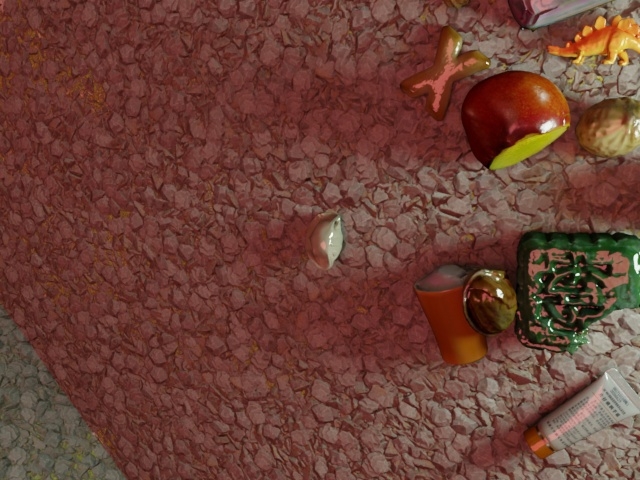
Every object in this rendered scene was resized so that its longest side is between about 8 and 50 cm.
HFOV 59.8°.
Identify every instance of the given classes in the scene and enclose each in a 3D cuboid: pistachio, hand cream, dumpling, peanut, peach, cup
[{"bbox_3d":[0.436,0.159,1.415,0.130,0.165,0.210,34,158,55],"label":"pistachio"},{"bbox_3d":[0.704,0.478,1.515,0.314,0.089,0.139,-38,86,21],"label":"hand cream"},{"bbox_3d":[-0.001,0.002,1.713,0.134,0.100,0.169,3,101,38],"label":"dumpling"},{"bbox_3d":[0.701,-0.271,1.343,0.159,0.109,0.140,0,90,36],"label":"peanut"},{"bbox_3d":[0.460,-0.292,1.351,0.245,0.275,0.248,37,107,9],"label":"peach"},{"bbox_3d":[0.397,0.197,1.554,0.226,0.182,0.264,-16,102,6],"label":"cup"}]

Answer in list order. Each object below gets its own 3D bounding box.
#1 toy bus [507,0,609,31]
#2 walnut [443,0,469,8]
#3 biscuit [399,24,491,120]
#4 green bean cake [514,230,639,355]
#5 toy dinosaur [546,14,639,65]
[{"bbox_3d":[0.621,-0.622,1.271,0.386,0.162,0.171,-15,96,26],"label":"toy bus"},{"bbox_3d":[0.350,-0.647,1.431,0.079,0.083,0.096,6,107,51],"label":"walnut"},{"bbox_3d":[0.331,-0.447,1.498,0.164,0.047,0.208,43,114,9],"label":"biscuit"},{"bbox_3d":[0.657,0.133,1.415,0.308,0.169,0.300,1,101,22],"label":"green bean cake"},{"bbox_3d":[0.693,-0.477,1.325,0.288,0.070,0.117,4,103,18],"label":"toy dinosaur"}]
